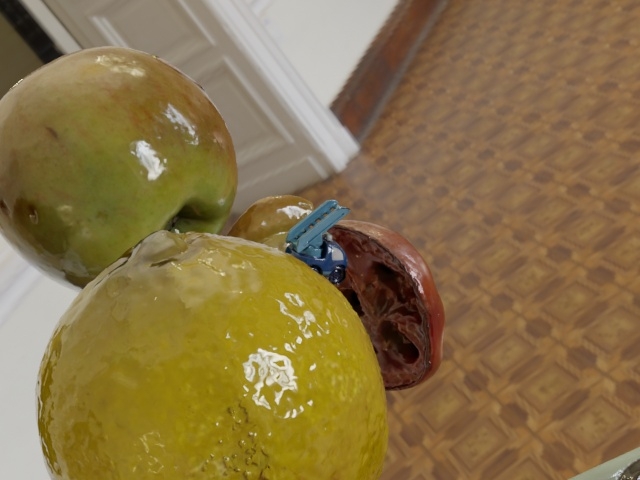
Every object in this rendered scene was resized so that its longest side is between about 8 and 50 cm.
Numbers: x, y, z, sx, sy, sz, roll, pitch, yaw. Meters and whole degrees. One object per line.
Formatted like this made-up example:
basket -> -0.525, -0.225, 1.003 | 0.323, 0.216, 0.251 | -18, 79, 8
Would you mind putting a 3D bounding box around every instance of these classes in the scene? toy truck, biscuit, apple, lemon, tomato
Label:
toy truck -> 0.000, 0.000, 1.096 | 0.056, 0.073, 0.090 | 38, 120, 52
biscuit -> -0.082, 0.080, 1.374 | 0.045, 0.154, 0.299 | 149, 122, -69
apple -> -0.268, -0.086, 1.312 | 0.338, 0.338, 0.305 | -42, 55, -10
lemon -> -0.082, 0.132, 0.765 | 0.293, 0.293, 0.293 | -32, 22, 15
tomato -> 0.074, 0.079, 1.225 | 0.101, 0.227, 0.228 | -21, 6, -41

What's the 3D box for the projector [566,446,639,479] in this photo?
projector -> 0.364, 0.319, 0.944 | 0.259, 0.257, 0.079 | -11, -30, -36
